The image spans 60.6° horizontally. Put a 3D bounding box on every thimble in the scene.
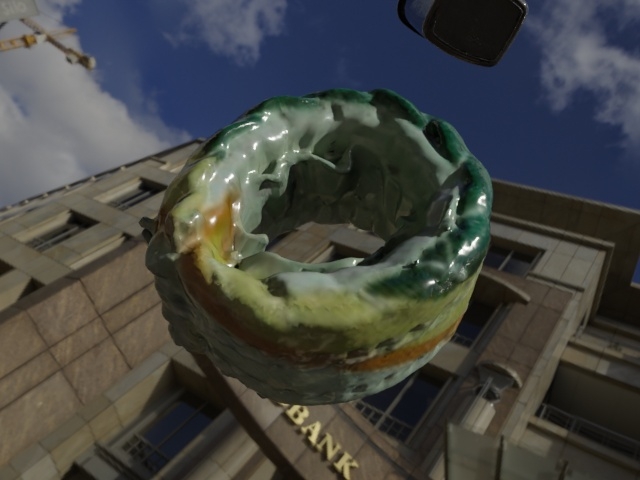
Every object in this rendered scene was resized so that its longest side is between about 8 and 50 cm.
[{"bbox_3d":[0.000,0.000,0.474,0.254,0.288,0.167,50,-27,33],"label":"thimble"}]

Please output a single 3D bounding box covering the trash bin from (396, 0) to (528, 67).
[{"bbox_3d":[0.279,-0.474,1.106,0.210,0.290,0.182,20,-60,-15],"label":"trash bin"}]
